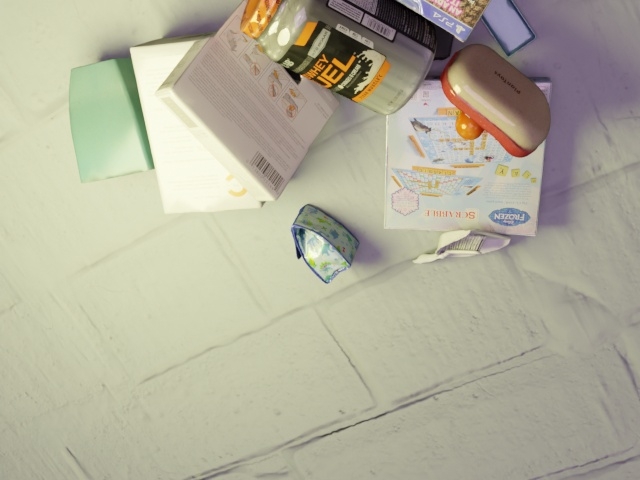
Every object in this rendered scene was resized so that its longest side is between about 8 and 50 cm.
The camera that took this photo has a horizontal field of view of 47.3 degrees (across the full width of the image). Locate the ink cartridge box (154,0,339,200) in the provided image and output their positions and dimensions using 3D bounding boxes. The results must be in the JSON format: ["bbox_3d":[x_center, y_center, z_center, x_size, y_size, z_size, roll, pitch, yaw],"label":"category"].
[{"bbox_3d":[-0.125,-0.264,1.375,0.066,0.261,0.296,4,145,49],"label":"ink cartridge box"}]

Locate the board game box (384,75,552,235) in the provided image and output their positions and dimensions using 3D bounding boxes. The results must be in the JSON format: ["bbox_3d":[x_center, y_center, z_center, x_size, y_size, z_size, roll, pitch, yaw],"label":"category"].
[{"bbox_3d":[0.291,-0.173,1.494,0.318,0.066,0.318,4,113,10],"label":"board game box"}]

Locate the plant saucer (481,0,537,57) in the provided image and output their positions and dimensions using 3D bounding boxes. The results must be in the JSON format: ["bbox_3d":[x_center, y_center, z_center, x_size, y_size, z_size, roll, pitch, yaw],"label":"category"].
[{"bbox_3d":[0.333,-0.447,1.398,0.067,0.018,0.192,-34,102,22],"label":"plant saucer"}]

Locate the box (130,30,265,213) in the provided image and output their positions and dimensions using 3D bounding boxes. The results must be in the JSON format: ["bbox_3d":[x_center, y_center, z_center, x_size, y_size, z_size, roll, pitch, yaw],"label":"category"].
[{"bbox_3d":[-0.229,-0.246,1.512,0.215,0.168,0.345,-3,111,12],"label":"box"}]

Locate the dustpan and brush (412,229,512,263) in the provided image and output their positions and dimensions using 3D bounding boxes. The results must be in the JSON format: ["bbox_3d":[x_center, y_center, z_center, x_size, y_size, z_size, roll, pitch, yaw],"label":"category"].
[{"bbox_3d":[0.281,0.019,1.561,0.211,0.147,0.060,-3,80,48],"label":"dustpan and brush"}]

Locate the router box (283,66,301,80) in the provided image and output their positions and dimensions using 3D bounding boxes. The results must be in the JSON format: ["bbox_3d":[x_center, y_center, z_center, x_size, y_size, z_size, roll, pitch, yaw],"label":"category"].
[{"bbox_3d":[0.019,-0.371,1.439,0.179,0.046,0.133,10,122,-15],"label":"router box"}]

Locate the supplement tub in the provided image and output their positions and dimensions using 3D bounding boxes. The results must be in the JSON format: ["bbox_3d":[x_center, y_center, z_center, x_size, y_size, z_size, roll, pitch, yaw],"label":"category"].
[{"bbox_3d":[0.030,-0.369,1.297,0.316,0.193,0.193,23,116,-20],"label":"supplement tub"}]

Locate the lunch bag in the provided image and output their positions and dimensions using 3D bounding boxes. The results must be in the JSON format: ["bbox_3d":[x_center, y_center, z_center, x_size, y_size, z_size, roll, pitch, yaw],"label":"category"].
[{"bbox_3d":[0.000,0.000,1.591,0.096,0.129,0.151,-37,102,22],"label":"lunch bag"}]

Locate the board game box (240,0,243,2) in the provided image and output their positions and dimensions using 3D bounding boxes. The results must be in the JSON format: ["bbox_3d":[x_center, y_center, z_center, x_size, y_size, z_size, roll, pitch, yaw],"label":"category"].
[{"bbox_3d":[-0.041,-0.588,1.307,0.390,0.050,0.390,-31,129,22],"label":"board game box"}]

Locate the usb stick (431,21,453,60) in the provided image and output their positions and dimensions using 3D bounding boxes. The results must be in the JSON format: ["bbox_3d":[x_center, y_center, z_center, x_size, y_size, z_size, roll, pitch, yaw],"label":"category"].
[{"bbox_3d":[0.232,-0.474,1.368,0.077,0.045,0.278,-1,122,-14],"label":"usb stick"}]

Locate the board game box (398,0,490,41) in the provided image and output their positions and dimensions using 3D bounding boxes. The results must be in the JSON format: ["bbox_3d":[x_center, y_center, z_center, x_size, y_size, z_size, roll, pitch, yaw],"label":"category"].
[{"bbox_3d":[0.226,-0.526,1.208,0.232,0.141,0.291,32,126,0],"label":"board game box"}]

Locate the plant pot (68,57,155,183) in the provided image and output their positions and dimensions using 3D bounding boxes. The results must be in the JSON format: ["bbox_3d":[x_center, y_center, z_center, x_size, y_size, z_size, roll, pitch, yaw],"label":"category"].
[{"bbox_3d":[-0.430,-0.261,1.554,0.165,0.166,0.234,-9,104,15],"label":"plant pot"}]

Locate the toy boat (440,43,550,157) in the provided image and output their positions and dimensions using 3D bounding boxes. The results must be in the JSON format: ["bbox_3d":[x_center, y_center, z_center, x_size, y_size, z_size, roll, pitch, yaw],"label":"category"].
[{"bbox_3d":[0.310,-0.242,1.367,0.231,0.151,0.151,38,143,-4],"label":"toy boat"}]
